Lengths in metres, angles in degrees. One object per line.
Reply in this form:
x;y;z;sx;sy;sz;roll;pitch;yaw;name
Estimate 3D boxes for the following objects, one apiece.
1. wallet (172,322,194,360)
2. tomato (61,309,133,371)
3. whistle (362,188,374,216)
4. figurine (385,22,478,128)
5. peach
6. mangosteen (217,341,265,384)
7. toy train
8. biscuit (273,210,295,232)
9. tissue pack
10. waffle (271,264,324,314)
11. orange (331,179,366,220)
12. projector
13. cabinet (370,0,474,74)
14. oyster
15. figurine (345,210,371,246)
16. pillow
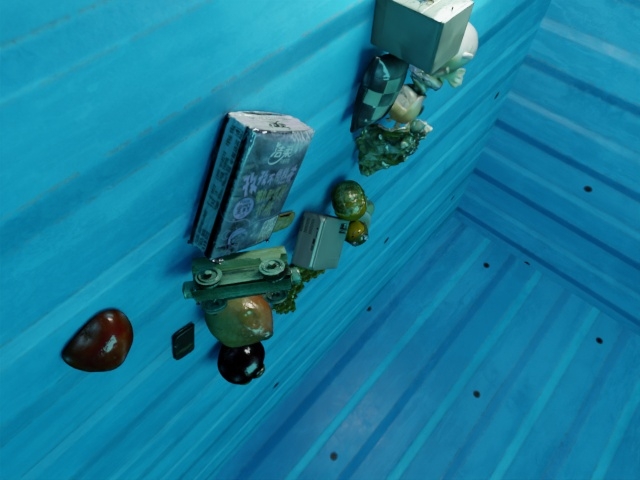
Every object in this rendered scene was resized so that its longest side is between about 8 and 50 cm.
-0.441;0.330;1.423;0.082;0.018;0.156;-34;153;-39;wallet
-0.514;0.260;1.069;0.166;0.082;0.174;-49;157;-12;tomato
0.182;-0.142;1.910;0.126;0.067;0.258;-44;155;-12;whistle
0.365;-0.539;1.468;0.275;0.226;0.394;10;129;-38;figurine
-0.250;0.255;1.415;0.232;0.232;0.232;-43;157;-23;peach
-0.293;0.470;1.698;0.194;0.194;0.230;-45;130;-20;mangosteen
-0.207;0.082;1.161;0.308;0.189;0.126;-8;135;-8;toy train
-0.132;-0.060;1.449;0.147;0.018;0.071;-24;148;-54;biscuit
-0.171;-0.138;1.111;0.259;0.122;0.361;-24;143;-55;tissue pack
-0.106;0.179;1.822;0.293;0.069;0.260;-53;155;0;waffle
0.102;-0.144;1.627;0.134;0.156;0.156;-26;165;16;orange
0.000;0.000;1.642;0.250;0.108;0.198;2;104;-64;projector
0.267;-0.583;1.180;0.145;0.206;0.150;-42;157;-26;cabinet
0.238;-0.325;1.512;0.238;0.114;0.351;1;160;-31;oyster
0.167;-0.023;1.877;0.167;0.141;0.250;-32;147;7;figurine
0.178;-0.457;1.341;0.186;0.106;0.249;-34;156;-41;pillow
